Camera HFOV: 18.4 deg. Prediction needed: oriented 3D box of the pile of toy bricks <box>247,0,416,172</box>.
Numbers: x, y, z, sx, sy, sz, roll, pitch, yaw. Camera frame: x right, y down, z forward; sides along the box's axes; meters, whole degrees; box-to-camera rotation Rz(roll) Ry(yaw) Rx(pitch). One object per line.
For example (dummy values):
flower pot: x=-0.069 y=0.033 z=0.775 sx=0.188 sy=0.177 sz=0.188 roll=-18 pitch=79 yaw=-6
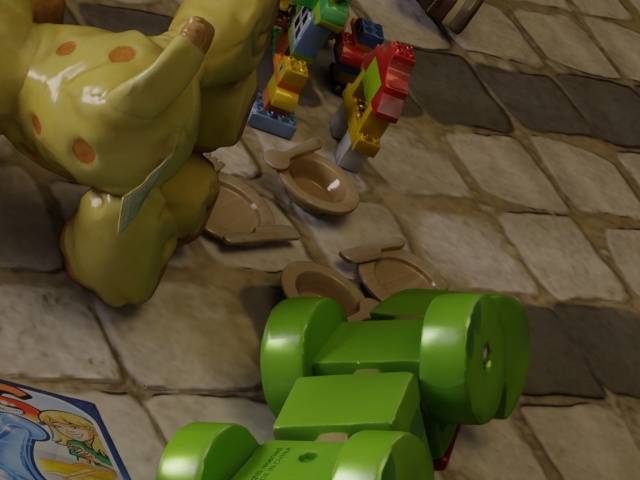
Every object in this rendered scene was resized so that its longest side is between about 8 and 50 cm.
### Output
pile of toy bricks: x=-0.001 y=-0.154 z=1.260 sx=0.118 sy=0.105 sz=0.212 roll=19 pitch=34 yaw=-21

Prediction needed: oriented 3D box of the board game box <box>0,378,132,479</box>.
board game box: x=-0.174 y=0.086 z=0.806 sx=0.201 sy=0.035 sz=0.136 roll=18 pitch=15 yaw=-26

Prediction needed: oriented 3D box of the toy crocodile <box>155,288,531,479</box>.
toy crocodile: x=0.014 y=0.106 z=0.933 sx=0.115 sy=0.105 sz=0.340 roll=-3 pitch=23 yaw=24

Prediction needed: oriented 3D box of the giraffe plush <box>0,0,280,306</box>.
giraffe plush: x=-0.138 y=-0.075 z=0.988 sx=0.170 sy=0.181 sz=0.210 roll=24 pitch=14 yaw=7

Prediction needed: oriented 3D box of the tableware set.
tableware set: x=0.000 y=0.000 z=1.133 sx=0.169 sy=0.020 sz=0.141 roll=45 pitch=34 yaw=19

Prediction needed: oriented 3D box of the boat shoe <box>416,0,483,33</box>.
boat shoe: x=0.102 y=-0.221 z=1.480 sx=0.060 sy=0.064 sz=0.178 roll=30 pitch=34 yaw=-8
